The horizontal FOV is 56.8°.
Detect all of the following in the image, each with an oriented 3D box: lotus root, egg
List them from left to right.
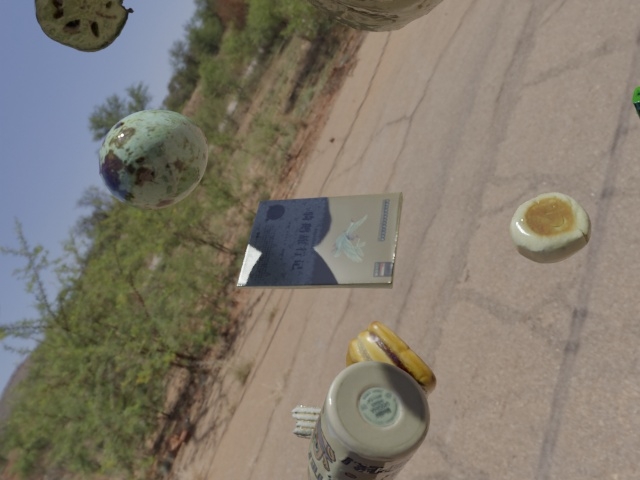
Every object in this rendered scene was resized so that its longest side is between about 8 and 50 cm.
[{"bbox_3d":[-0.470,-0.473,1.146,0.183,0.078,0.203,-55,-28,15],"label":"lotus root"},{"bbox_3d":[-0.284,-0.148,1.043,0.169,0.169,0.231,-51,-1,37],"label":"egg"}]

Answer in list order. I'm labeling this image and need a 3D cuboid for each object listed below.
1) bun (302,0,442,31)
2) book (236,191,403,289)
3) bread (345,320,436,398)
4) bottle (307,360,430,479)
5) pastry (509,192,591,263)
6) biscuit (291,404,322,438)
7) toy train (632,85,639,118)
[{"bbox_3d":[0.003,-0.363,0.576,0.211,0.360,0.360,-31,21,7],"label":"bun"},{"bbox_3d":[0.000,0.000,1.159,0.021,0.310,0.217,64,-150,-49],"label":"book"},{"bbox_3d":[0.090,0.189,0.814,0.077,0.116,0.200,-34,-23,-15],"label":"bread"},{"bbox_3d":[0.038,0.219,0.603,0.209,0.097,0.110,103,170,-49],"label":"bottle"},{"bbox_3d":[0.460,-0.021,1.187,0.156,0.092,0.156,-15,47,17],"label":"pastry"},{"bbox_3d":[0.058,0.345,1.089,0.238,0.108,0.062,-12,60,45],"label":"biscuit"},{"bbox_3d":[0.635,-0.201,1.106,0.042,0.209,0.044,-4,51,46],"label":"toy train"}]
